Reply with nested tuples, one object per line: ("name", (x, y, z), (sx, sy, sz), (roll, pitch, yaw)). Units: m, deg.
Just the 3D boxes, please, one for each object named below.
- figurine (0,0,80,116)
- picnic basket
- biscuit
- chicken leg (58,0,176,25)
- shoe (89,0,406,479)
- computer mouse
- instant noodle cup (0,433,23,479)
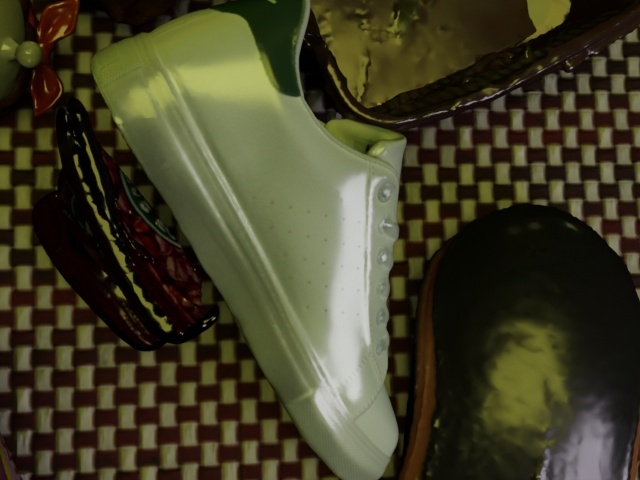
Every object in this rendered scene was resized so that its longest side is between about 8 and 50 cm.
("figurine", (-0.292, -0.159, 0.661), (0.226, 0.160, 0.184), (8, 82, -14))
("picnic basket", (0.103, -0.206, 0.723), (0.296, 0.129, 0.223), (-26, 88, -9))
("biscuit", (-0.134, 0.005, 0.614), (0.063, 0.235, 0.151), (-39, 93, -18))
("chicken leg", (-0.093, -0.203, 0.637), (0.093, 0.304, 0.113), (20, 88, -42))
("shoe", (0.000, 0.000, 0.636), (0.160, 0.132, 0.363), (-29, 113, -2))
("computer mouse", (0.152, 0.129, 0.695), (0.182, 0.116, 0.324), (8, 82, -3))
("instant noodle cup", (-0.286, 0.242, 0.526), (0.339, 0.340, 0.266), (-32, 96, -11))
